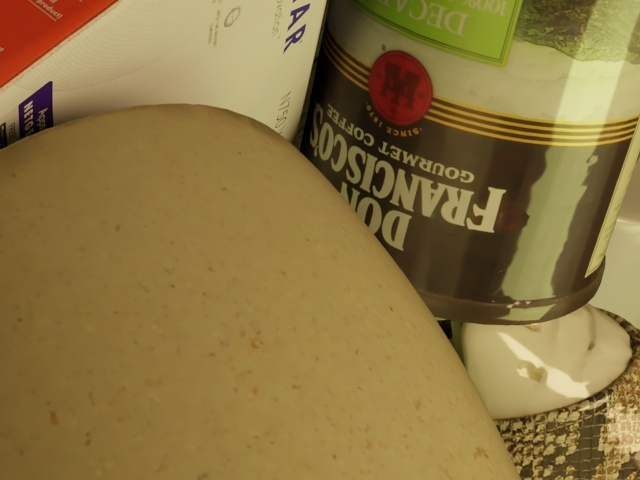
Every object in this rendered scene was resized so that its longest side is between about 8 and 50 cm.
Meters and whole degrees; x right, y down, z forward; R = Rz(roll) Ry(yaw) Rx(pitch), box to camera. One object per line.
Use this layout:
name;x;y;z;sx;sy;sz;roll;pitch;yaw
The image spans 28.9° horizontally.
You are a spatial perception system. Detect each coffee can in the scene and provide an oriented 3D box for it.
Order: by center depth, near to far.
coffee can;0.101;-0.120;0.712;0.201;0.201;0.275;-34;142;-52

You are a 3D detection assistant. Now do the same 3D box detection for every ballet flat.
ballet flat;0.044;0.093;0.821;0.164;0.483;0.182;-66;148;-59

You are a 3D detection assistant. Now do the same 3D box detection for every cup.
cup;-0.039;0.147;0.485;0.331;0.237;0.331;-35;147;-27

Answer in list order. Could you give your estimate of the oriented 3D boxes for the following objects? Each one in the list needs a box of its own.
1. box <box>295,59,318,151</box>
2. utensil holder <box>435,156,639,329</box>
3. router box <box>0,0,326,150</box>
box;0.000;0.000;0.961;0.127;0.148;0.232;-42;164;-34
utensil holder;0.167;0.012;1.200;0.327;0.327;0.385;-37;158;-46
router box;-0.127;-0.029;0.597;0.301;0.082;0.335;-44;165;-26
